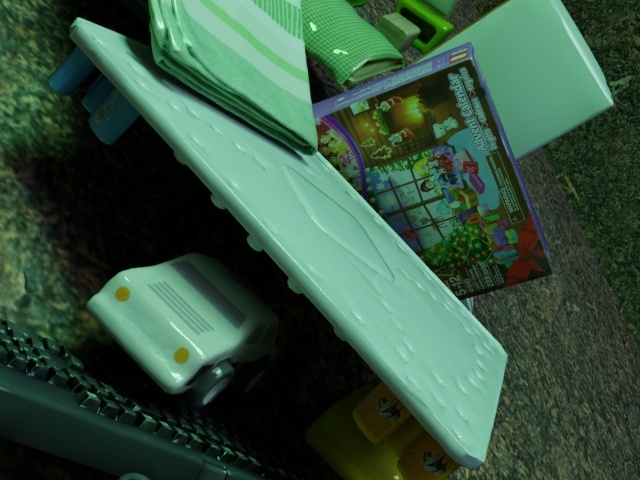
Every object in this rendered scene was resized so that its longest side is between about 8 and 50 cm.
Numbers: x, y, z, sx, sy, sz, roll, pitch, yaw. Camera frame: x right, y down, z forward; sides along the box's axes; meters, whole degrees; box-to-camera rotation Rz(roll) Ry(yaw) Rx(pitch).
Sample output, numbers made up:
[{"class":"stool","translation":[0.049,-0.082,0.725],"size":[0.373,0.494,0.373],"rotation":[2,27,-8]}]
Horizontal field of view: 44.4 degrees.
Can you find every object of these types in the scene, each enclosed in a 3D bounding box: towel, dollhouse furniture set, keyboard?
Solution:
[{"class":"towel","translation":[-0.073,-0.263,0.697],"size":[0.248,0.038,0.324],"rotation":[23,58,-61]},{"class":"dollhouse furniture set","translation":[0.069,-0.356,1.114],"size":[0.198,0.151,0.301],"rotation":[39,36,14]},{"class":"keyboard","translation":[-0.075,0.137,0.484],"size":[0.317,0.033,0.201],"rotation":[35,3,-41]}]

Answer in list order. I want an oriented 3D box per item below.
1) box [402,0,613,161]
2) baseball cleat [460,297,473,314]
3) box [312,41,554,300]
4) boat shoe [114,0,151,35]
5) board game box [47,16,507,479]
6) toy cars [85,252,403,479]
[{"class":"box","translation":[0.179,-0.171,1.024],"size":[0.168,0.345,0.215],"rotation":[57,24,-7]},{"class":"baseball cleat","translation":[0.179,0.108,1.074],"size":[0.109,0.072,0.206],"rotation":[68,27,-16]},{"class":"box","translation":[0.132,-0.058,0.921],"size":[0.293,0.201,0.057],"rotation":[61,22,-26]},{"class":"boat shoe","translation":[-0.174,-0.303,0.762],"size":[0.355,0.130,0.132],"rotation":[30,39,-47]},{"class":"board game box","translation":[0.000,0.000,0.675],"size":[0.390,0.050,0.390],"rotation":[47,13,9]},{"class":"toy cars","translation":[-0.010,0.103,0.612],"size":[0.394,0.087,0.176],"rotation":[40,3,-36]}]
